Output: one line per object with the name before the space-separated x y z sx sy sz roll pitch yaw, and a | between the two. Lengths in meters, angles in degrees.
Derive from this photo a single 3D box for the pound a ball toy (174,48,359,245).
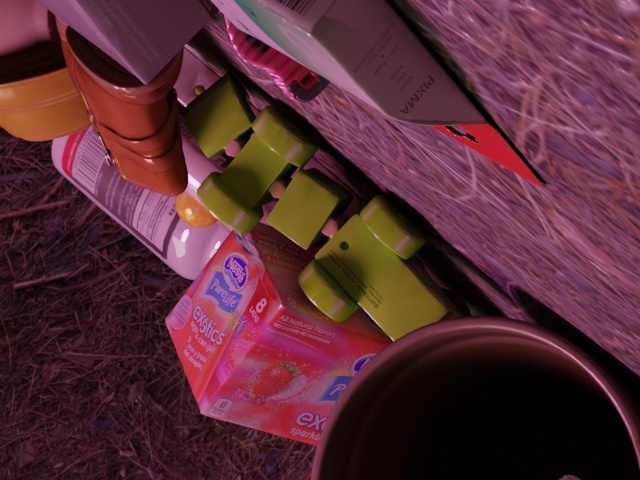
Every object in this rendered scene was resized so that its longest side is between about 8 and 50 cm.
pound a ball toy | -0.083 -0.052 1.979 0.319 0.136 0.208 41 175 1

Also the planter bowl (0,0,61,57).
planter bowl | -0.312 -0.260 1.895 0.109 0.162 0.162 12 169 11

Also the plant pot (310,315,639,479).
plant pot | 0.194 0.237 1.715 0.323 0.323 0.280 39 -168 24

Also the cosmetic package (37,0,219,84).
cosmetic package | -0.192 -0.232 1.401 0.238 0.107 0.127 41 173 41

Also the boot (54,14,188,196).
boot | -0.173 -0.126 1.694 0.283 0.109 0.220 42 152 53

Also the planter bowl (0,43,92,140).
planter bowl | -0.286 -0.164 1.952 0.217 0.217 0.090 32 140 61

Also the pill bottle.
pill bottle | -0.161 -0.063 2.236 0.318 0.176 0.176 39 175 20

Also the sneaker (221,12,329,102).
sneaker | -0.041 -0.150 1.348 0.119 0.047 0.057 47 -177 -45

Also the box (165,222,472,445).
box | 0.017 0.110 1.856 0.300 0.154 0.142 21 -152 -36

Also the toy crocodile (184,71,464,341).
toy crocodile | -0.002 -0.025 1.744 0.340 0.115 0.105 42 -166 10

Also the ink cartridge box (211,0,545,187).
ink cartridge box | 0.021 -0.108 1.162 0.181 0.056 0.225 35 171 50
